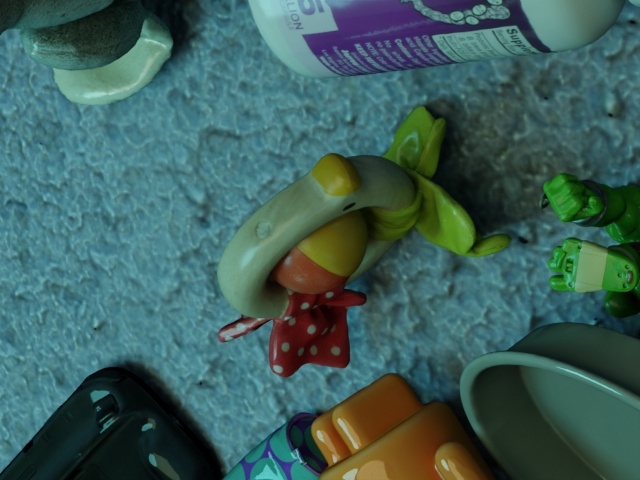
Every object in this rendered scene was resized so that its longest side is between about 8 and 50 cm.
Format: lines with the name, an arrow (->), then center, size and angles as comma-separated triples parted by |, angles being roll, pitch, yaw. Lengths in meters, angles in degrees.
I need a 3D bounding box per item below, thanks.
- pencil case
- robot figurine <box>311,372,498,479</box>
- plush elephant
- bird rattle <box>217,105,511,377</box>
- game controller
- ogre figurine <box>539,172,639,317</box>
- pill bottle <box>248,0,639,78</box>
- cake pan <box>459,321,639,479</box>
pencil case -> -0.044, 0.217, 1.251 | 0.151, 0.064, 0.070 | -46, 64, 31
robot figurine -> 0.083, 0.216, 1.145 | 0.158, 0.128, 0.219 | -35, 84, 20
plush elephant -> -0.215, -0.239, 1.129 | 0.255, 0.330, 0.271 | -26, 76, 54
bird rattle -> 0.000, 0.000, 1.099 | 0.253, 0.207, 0.143 | -34, 68, 22
game controller -> -0.230, 0.260, 1.378 | 0.166, 0.067, 0.319 | 42, 121, -3
ogre figurine -> 0.238, 0.032, 1.013 | 0.197, 0.118, 0.097 | 38, 120, 16
pill bottle -> 0.110, -0.208, 0.990 | 0.302, 0.169, 0.169 | -4, 101, 30
cake pan -> 0.230, 0.162, 1.003 | 0.293, 0.054, 0.293 | 35, 158, 17
